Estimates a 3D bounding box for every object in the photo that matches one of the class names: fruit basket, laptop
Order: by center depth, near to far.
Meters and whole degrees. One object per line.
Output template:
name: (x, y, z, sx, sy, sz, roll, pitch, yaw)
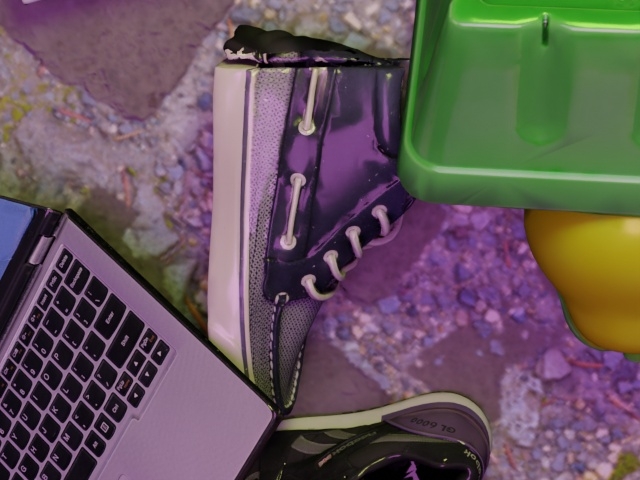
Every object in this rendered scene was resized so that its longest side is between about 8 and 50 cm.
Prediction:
fruit basket: (0.246, -0.095, 1.241, 0.392, 0.283, 0.392, 6, 150, 3)
laptop: (-0.315, 0.170, 1.336, 0.408, 0.236, 0.382, 41, 119, 20)

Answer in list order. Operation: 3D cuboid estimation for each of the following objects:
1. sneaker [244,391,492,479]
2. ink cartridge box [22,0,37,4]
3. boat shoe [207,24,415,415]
sneaker: (0.004, 0.209, 1.394, 0.283, 0.124, 0.107, -21, 101, 14)
ink cartridge box: (-0.173, -0.323, 1.297, 0.224, 0.045, 0.223, -14, 103, 20)
boat shoe: (0.000, 0.000, 1.331, 0.158, 0.127, 0.340, 4, 107, 14)
